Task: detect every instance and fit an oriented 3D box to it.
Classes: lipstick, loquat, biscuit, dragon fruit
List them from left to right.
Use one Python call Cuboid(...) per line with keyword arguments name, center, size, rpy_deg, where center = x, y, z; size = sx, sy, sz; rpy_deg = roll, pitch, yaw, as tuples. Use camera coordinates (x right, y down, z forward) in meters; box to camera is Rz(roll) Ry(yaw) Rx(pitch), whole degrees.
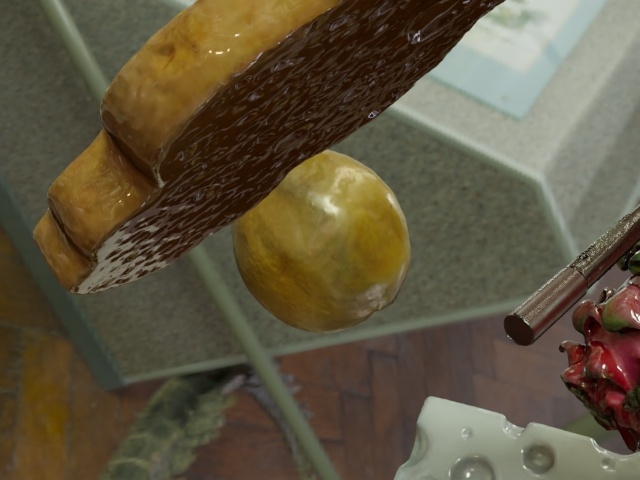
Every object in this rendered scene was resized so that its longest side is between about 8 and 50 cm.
Cuboid(name="loquat", center=(0.000, 0.000, 1.535), size=(0.193, 0.238, 0.238), rpy_deg=(-43, 113, -39))
Cuboid(name="biscuit", center=(0.009, -0.088, 0.486), size=(0.047, 0.334, 0.202), rpy_deg=(55, 28, 9))
Cuboid(name="lipstick", center=(0.192, 0.017, 0.878), size=(0.176, 0.027, 0.027), rpy_deg=(-36, 109, -32))
Cuboid(name="dragon fruit", center=(0.330, 0.100, 0.971), size=(0.218, 0.272, 0.198), rpy_deg=(32, 87, -49))

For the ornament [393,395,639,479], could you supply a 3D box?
Cuboid(name="ornament", center=(0.192, 0.335, 1.234), size=(0.239, 0.239, 0.240), rpy_deg=(70, 39, -53))
